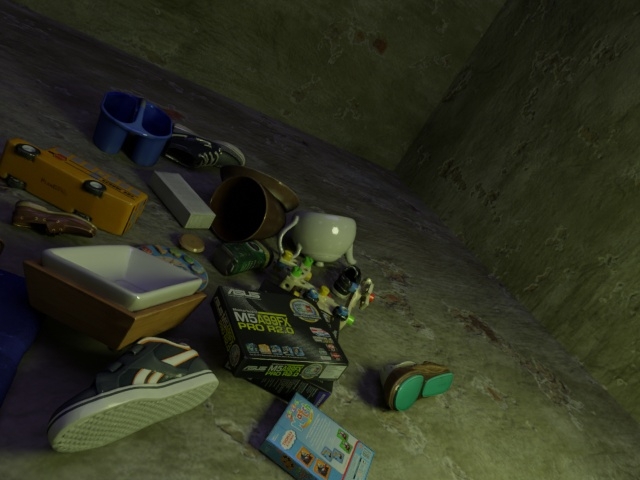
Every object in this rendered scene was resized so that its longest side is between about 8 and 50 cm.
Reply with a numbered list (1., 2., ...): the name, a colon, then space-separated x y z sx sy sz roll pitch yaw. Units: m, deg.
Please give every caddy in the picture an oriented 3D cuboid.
1. caddy: -0.655 -0.414 1.669 0.241 0.179 0.341 21 25 -28

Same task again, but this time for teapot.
1. teapot: 0.000 0.000 1.683 0.256 0.187 0.252 9 -1 10

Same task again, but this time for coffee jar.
1. coffee jar: -0.225 0.048 1.405 0.096 0.079 0.184 41 25 25

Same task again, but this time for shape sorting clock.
1. shape sorting clock: -0.384 0.071 1.200 0.206 0.040 0.206 27 23 -12

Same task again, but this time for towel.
1. towel: -0.587 0.148 0.748 0.228 0.076 0.308 30 21 -25

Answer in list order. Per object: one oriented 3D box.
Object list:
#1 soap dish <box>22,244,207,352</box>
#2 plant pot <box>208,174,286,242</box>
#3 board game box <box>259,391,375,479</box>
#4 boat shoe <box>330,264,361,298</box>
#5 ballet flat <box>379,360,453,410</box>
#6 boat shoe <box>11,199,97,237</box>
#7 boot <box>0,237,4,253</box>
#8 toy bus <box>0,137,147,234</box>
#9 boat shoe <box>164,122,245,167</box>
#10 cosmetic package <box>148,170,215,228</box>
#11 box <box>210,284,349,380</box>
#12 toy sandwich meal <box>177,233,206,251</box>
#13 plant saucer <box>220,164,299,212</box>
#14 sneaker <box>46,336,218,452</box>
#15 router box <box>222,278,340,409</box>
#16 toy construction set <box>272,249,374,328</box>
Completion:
1. soap dish: -0.385 0.101 0.923 0.229 0.118 0.291 24 5 9
2. plant pot: -0.212 -0.084 1.571 0.215 0.215 0.230 43 10 24
3. board game box: -0.001 0.427 0.961 0.212 0.039 0.160 37 25 6
4. boat shoe: 0.109 0.131 1.675 0.084 0.079 0.233 34 21 8
5. ballet flat: 0.243 0.384 1.307 0.124 0.116 0.342 24 13 38
6. boat shoe: -0.619 -0.035 1.101 0.178 0.064 0.060 19 56 -26
7. boot: -0.784 -0.060 0.890 0.269 0.089 0.236 41 24 17
8. toy bus: -0.636 -0.144 1.225 0.333 0.108 0.130 29 22 -7
9. boat shoe: -0.457 -0.328 1.860 0.341 0.127 0.158 18 39 -26
10. cosmetic package: -0.446 -0.130 1.510 0.239 0.060 0.099 45 23 28
11. box: -0.092 0.208 1.057 0.270 0.060 0.216 15 29 -35
12. toy sandwich meal: -0.371 0.012 1.359 0.086 0.029 0.085 25 28 -15
13. plant saucer: -0.227 -0.172 1.712 0.311 0.050 0.310 19 -15 5
14. sneaker: -0.323 0.250 0.805 0.127 0.126 0.321 47 15 22
15. router box: -0.081 0.248 1.175 0.243 0.081 0.309 29 23 -6
16. toy construction set: 0.002 0.155 1.416 0.328 0.151 0.215 18 24 -6
